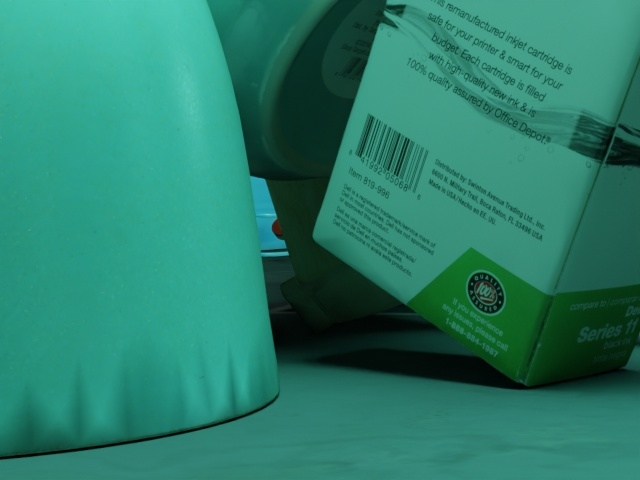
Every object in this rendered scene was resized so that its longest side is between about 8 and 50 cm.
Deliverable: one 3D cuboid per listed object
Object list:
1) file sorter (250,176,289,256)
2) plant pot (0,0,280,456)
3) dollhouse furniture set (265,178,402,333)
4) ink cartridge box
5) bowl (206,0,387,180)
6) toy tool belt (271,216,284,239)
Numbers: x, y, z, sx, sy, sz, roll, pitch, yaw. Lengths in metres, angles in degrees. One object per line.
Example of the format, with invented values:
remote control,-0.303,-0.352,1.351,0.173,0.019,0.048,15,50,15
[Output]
file sorter,-0.044,-0.070,1.708,0.118,0.170,0.104,-4,8,-36
plant pot,-0.169,-0.043,0.752,0.293,0.235,0.293,-2,4,0
dollhouse furniture set,0.094,0.006,1.032,0.355,0.174,0.303,-29,43,11
ink cartridge box,0.099,-0.062,0.788,0.087,0.208,0.153,-4,30,-44
bowl,0.005,-0.150,0.915,0.311,0.311,0.163,-5,49,-44
toy tool belt,0.000,0.000,1.586,0.083,0.052,0.051,3,-27,18
